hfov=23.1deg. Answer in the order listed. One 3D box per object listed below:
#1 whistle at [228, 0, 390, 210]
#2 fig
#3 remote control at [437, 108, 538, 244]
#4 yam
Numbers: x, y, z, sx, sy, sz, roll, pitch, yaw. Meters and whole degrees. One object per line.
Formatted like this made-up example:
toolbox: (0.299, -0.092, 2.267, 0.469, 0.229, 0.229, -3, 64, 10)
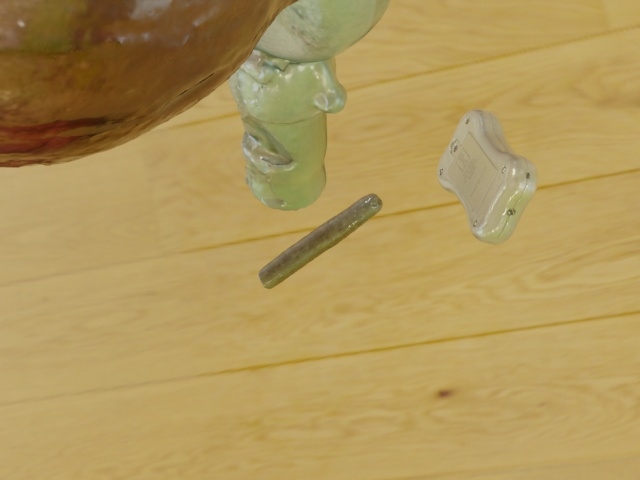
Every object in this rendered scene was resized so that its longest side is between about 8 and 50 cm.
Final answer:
whistle: (-0.018, -0.114, 0.774, 0.126, 0.067, 0.258, 35, 148, 27)
fig: (-0.078, -0.092, 0.484, 0.149, 0.202, 0.148, 29, 99, 42)
remote control: (0.130, -0.051, 1.225, 0.074, 0.032, 0.122, -63, 26, 23)
yam: (0.000, 0.000, 1.233, 0.116, 0.021, 0.021, -36, 78, 11)
